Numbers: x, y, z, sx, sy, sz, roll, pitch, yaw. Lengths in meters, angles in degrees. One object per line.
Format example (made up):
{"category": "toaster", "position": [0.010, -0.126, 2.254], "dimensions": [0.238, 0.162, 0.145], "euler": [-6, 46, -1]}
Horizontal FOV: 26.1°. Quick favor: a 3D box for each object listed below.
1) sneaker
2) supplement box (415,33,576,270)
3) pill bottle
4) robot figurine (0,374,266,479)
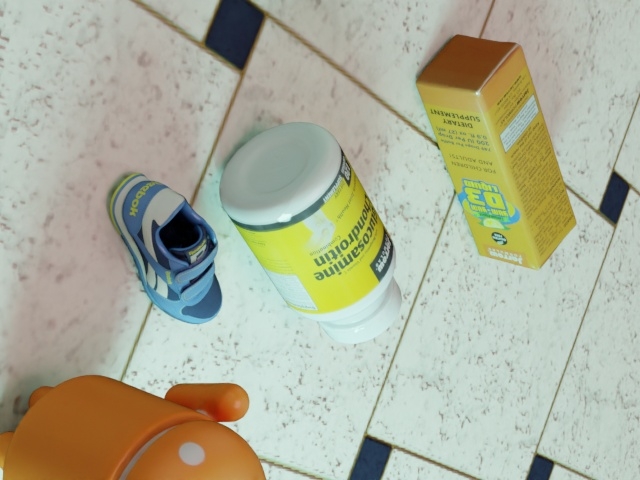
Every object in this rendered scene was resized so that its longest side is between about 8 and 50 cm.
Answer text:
{"category": "sneaker", "position": [-0.104, 0.014, 1.028], "dimensions": [0.053, 0.059, 0.144], "euler": [-54, 138, -27]}
{"category": "supplement box", "position": [0.170, -0.080, 1.311], "dimensions": [0.080, 0.078, 0.233], "euler": [-52, 135, -26]}
{"category": "pill bottle", "position": [0.000, 0.000, 1.113], "dimensions": [0.103, 0.103, 0.184], "euler": [-55, 137, -23]}
{"category": "robot figurine", "position": [-0.124, 0.164, 0.925], "dimensions": [0.158, 0.219, 0.128], "euler": [-13, 112, -47]}
